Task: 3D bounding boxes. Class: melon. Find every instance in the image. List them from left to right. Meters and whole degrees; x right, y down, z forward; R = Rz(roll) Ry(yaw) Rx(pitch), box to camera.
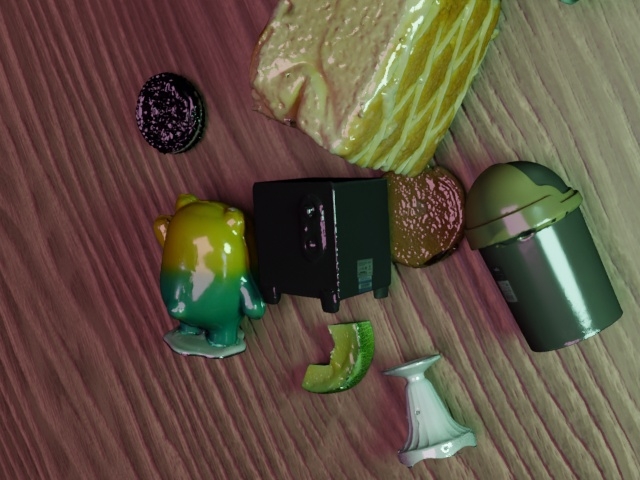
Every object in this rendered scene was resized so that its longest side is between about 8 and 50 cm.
[{"bbox_3d":[0.041,0.257,1.795,0.118,0.064,0.209,29,109,28],"label":"melon"}]

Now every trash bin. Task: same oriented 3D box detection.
[{"bbox_3d":[0.386,0.012,1.474,0.214,0.214,0.333,-28,89,30],"label":"trash bin"}]

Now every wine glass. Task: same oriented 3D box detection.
[{"bbox_3d":[0.205,0.338,1.659,0.165,0.165,0.196,-24,81,30],"label":"wine glass"}]

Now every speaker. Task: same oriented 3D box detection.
[{"bbox_3d":[0.000,0.000,1.681,0.232,0.184,0.253,4,100,44],"label":"speaker"}]

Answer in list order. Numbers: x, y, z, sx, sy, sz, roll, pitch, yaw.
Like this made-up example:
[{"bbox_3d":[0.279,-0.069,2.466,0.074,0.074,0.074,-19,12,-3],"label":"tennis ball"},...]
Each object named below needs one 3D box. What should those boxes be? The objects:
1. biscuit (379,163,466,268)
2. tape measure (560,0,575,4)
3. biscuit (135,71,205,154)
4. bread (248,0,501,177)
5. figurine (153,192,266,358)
[{"bbox_3d":[0.194,-0.052,1.667,0.226,0.042,0.225,5,101,31],"label":"biscuit"},{"bbox_3d":[0.437,-0.519,1.341,0.138,0.262,0.259,35,114,10],"label":"tape measure"},{"bbox_3d":[-0.349,-0.294,1.932,0.195,0.053,0.194,5,100,30],"label":"biscuit"},{"bbox_3d":[0.099,-0.332,1.472,0.279,0.371,0.390,35,105,22],"label":"bread"},{"bbox_3d":[-0.249,0.073,1.835,0.324,0.231,0.340,14,110,33],"label":"figurine"}]
